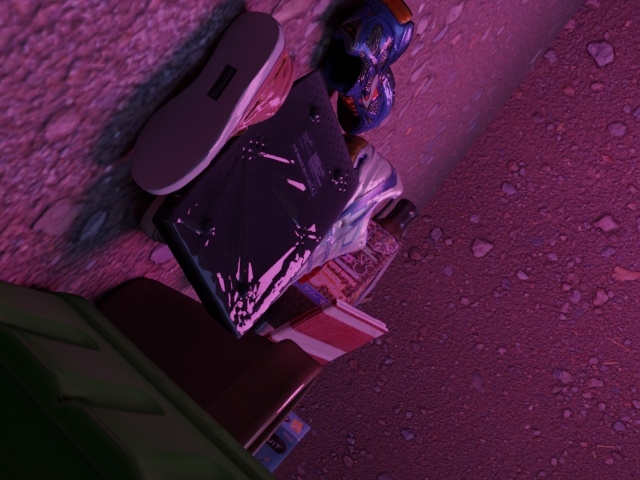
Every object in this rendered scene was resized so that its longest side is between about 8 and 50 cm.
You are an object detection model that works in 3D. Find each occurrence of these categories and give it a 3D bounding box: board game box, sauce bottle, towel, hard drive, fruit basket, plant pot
[{"bbox_3d":[-0.225,0.527,1.712,0.336,0.254,0.079,-54,169,20],"label":"board game box"},{"bbox_3d":[0.153,0.017,1.892,0.344,0.111,0.111,-45,169,-21],"label":"sauce bottle"},{"bbox_3d":[-0.041,0.230,1.461,0.329,0.037,0.237,-30,146,21],"label":"towel"},{"bbox_3d":[-0.057,-0.045,0.680,0.254,0.054,0.171,-53,135,-34],"label":"hard drive"},{"bbox_3d":[-0.191,0.244,0.526,0.283,0.392,0.392,-47,169,-15],"label":"fruit basket"},{"bbox_3d":[0.033,0.105,1.605,0.291,0.141,0.232,-43,167,-34],"label":"board game box"},{"bbox_3d":[-0.167,0.172,0.753,0.263,0.229,0.263,-48,170,-12],"label":"plant pot"}]

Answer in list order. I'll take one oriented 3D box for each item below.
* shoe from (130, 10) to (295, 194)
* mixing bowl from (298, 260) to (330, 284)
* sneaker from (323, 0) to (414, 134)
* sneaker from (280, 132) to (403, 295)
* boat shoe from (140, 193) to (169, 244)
[{"bbox_3d":[-0.085,-0.106,0.568,0.178,0.064,0.081,-54,165,-2],"label":"shoe"},{"bbox_3d":[-0.011,-0.027,1.071,0.181,0.098,0.181,-48,170,-11],"label":"mixing bowl"},{"bbox_3d":[0.039,-0.198,0.779,0.087,0.083,0.221,-32,159,-18],"label":"sneaker"},{"bbox_3d":[0.000,0.000,0.920,0.296,0.131,0.112,-50,-147,13],"label":"sneaker"},{"bbox_3d":[-0.115,-0.014,0.725,0.079,0.081,0.227,-51,170,6],"label":"boat shoe"}]
